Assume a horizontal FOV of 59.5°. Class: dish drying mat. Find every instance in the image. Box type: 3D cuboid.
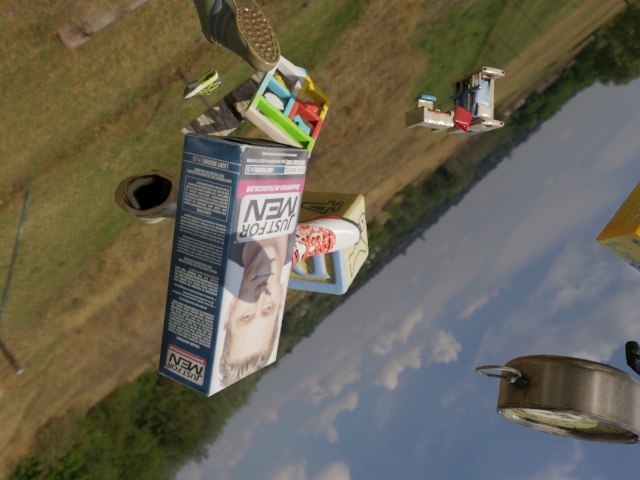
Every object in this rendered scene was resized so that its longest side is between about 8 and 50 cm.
[{"bbox_3d":[0.246,-0.213,0.973,0.008,0.032,0.083,-57,180,36],"label":"dish drying mat"}]

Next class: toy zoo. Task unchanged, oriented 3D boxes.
[{"bbox_3d":[-0.073,-0.356,1.442,0.030,0.192,0.293,-31,-150,42],"label":"toy zoo"}]

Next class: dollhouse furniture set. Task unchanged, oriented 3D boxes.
[{"bbox_3d":[0.307,-0.321,1.277,0.183,0.130,0.129,2,178,-25],"label":"dollhouse furniture set"}]

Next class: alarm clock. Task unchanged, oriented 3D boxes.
[{"bbox_3d":[0.223,0.144,0.531,0.129,0.191,0.064,-23,-130,56],"label":"alarm clock"}]

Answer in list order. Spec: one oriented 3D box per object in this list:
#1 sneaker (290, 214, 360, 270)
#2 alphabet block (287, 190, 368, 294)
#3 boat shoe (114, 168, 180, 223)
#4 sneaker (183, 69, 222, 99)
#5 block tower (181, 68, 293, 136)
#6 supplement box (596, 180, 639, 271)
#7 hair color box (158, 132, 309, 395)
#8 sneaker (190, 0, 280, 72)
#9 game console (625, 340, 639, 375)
[{"bbox_3d":[-0.039,0.015,1.179,0.145,0.269,0.090,-102,-162,-56],"label":"sneaker"},{"bbox_3d":[0.000,0.000,1.428,0.193,0.193,0.197,7,-150,21],"label":"alphabet block"},{"bbox_3d":[-0.319,-0.089,1.052,0.098,0.302,0.109,20,84,-45],"label":"boat shoe"},{"bbox_3d":[-0.215,-0.277,1.026,0.083,0.031,0.035,-24,143,22],"label":"sneaker"},{"bbox_3d":[-0.232,-0.383,1.588,0.335,0.091,0.097,-31,-159,18],"label":"block tower"},{"bbox_3d":[0.797,-0.089,1.177,0.357,0.194,0.195,-53,172,-1],"label":"supplement box"},{"bbox_3d":[-0.125,0.027,0.821,0.173,0.105,0.348,-13,116,-60],"label":"hair color box"},{"bbox_3d":[-0.130,-0.311,0.819,0.064,0.192,0.086,-21,169,-44],"label":"sneaker"},{"bbox_3d":[0.929,0.387,1.452,0.044,0.361,0.213,-49,-178,31],"label":"game console"}]
